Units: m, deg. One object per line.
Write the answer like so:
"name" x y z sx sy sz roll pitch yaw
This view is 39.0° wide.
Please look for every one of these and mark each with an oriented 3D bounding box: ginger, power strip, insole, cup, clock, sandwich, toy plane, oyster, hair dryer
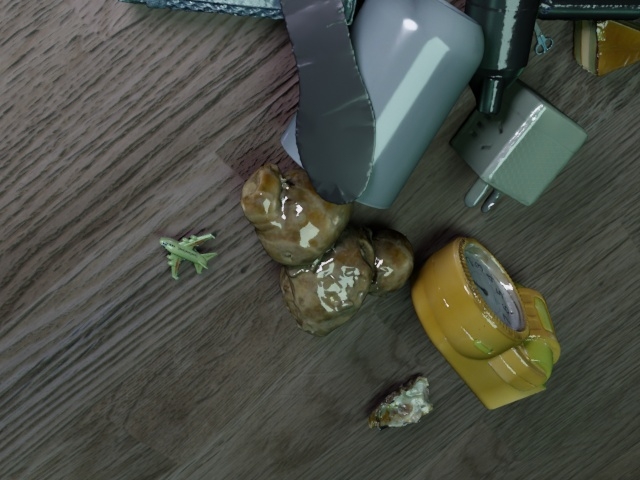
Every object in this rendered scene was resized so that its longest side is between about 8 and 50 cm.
"ginger" 0.000 0.000 1.523 0.256 0.176 0.375 -48 129 -10
"power strip" 0.325 -0.151 1.571 0.139 0.140 0.224 24 112 -35
"insole" 0.008 -0.218 1.278 0.119 0.009 0.348 -10 106 7
"cup" 0.102 -0.227 1.377 0.206 0.205 0.312 20 112 -33
"clock" 0.299 0.143 1.708 0.200 0.244 0.317 -34 128 22
"sandwich" 0.522 -0.366 1.544 0.163 0.079 0.113 -20 129 -9
"toy plane" -0.227 0.019 1.510 0.111 0.040 0.102 32 104 -36
"oyster" 0.164 0.349 1.908 0.148 0.051 0.103 -22 118 -19
"hair dryer" 0.372 -0.330 1.441 0.303 0.116 0.244 -2 119 -8

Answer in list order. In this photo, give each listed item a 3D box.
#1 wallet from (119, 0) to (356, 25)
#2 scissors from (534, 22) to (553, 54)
"wallet" -0.100 -0.427 1.234 0.342 0.075 0.237 0 117 -21
"scissors" 0.370 -0.352 1.534 0.036 0.006 0.083 -35 130 5
